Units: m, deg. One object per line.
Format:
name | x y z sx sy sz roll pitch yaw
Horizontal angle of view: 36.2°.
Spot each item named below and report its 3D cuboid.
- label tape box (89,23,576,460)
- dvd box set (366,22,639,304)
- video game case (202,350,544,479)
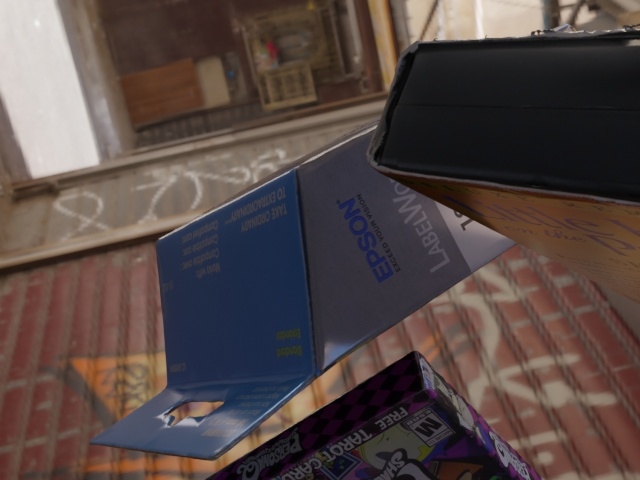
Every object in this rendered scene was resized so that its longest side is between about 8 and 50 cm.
label tape box | 0.000 0.000 0.627 0.106 0.333 0.240 62 -28 -5
dvd box set | 0.267 0.026 0.409 0.307 0.420 0.062 11 -99 51
video game case | 0.031 0.200 0.674 0.210 0.232 0.042 46 19 -32
